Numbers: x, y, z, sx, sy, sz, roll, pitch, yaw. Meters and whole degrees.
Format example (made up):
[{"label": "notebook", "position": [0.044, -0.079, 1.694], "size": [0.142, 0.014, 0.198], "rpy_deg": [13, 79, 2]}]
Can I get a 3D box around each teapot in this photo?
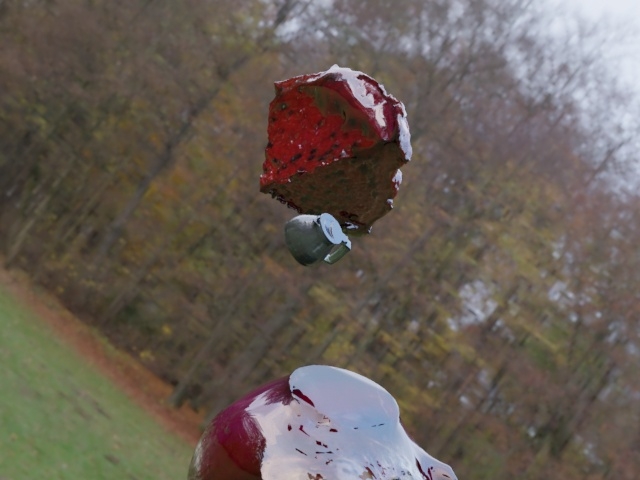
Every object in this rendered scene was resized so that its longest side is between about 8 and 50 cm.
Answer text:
[{"label": "teapot", "position": [0.000, 0.000, 1.377], "size": [0.057, 0.066, 0.088], "rpy_deg": [-25, -45, 31]}]

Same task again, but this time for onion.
[{"label": "onion", "position": [-0.034, 0.396, 1.423], "size": [0.398, 0.420, 0.398], "rpy_deg": [31, 35, -25]}]

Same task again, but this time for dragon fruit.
[{"label": "dragon fruit", "position": [0.040, -0.134, 1.842], "size": [0.330, 0.240, 0.302], "rpy_deg": [-8, -60, 55]}]
